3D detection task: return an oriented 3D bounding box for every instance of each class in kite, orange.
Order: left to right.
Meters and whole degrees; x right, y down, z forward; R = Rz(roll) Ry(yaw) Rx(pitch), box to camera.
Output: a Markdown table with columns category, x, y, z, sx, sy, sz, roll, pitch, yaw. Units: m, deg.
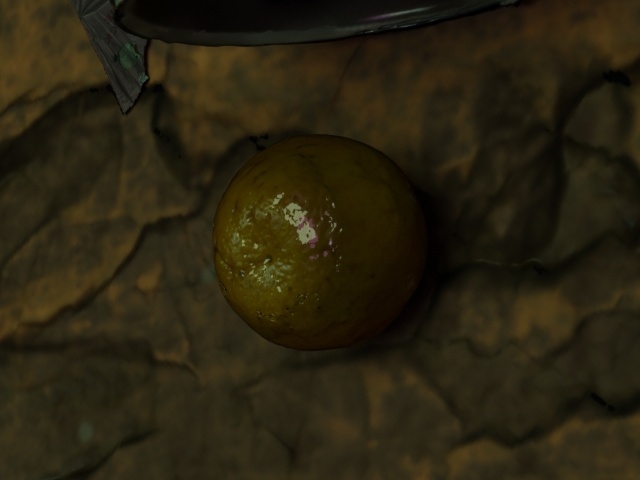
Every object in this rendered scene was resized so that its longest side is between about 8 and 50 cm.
| category | x | y | z | sx | sy | sz | roll | pitch | yaw |
| --- | --- | --- | --- | --- | --- | --- | --- | --- | --- |
| kite | -0.067 | -0.120 | 0.836 | 0.152 | 0.005 | 0.137 | 15 | 93 | 37 |
| orange | 0.000 | 0.000 | 0.725 | 0.083 | 0.070 | 0.083 | 4 | 97 | 37 |

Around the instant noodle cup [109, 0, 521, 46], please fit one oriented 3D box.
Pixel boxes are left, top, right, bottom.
| category | x | y | z | sx | sy | sz | roll | pitch | yaw |
| --- | --- | --- | --- | --- | --- | --- | --- | --- | --- |
| instant noodle cup | -0.002 | -0.169 | 0.684 | 0.213 | 0.213 | 0.174 | -11 | 84 | 35 |
